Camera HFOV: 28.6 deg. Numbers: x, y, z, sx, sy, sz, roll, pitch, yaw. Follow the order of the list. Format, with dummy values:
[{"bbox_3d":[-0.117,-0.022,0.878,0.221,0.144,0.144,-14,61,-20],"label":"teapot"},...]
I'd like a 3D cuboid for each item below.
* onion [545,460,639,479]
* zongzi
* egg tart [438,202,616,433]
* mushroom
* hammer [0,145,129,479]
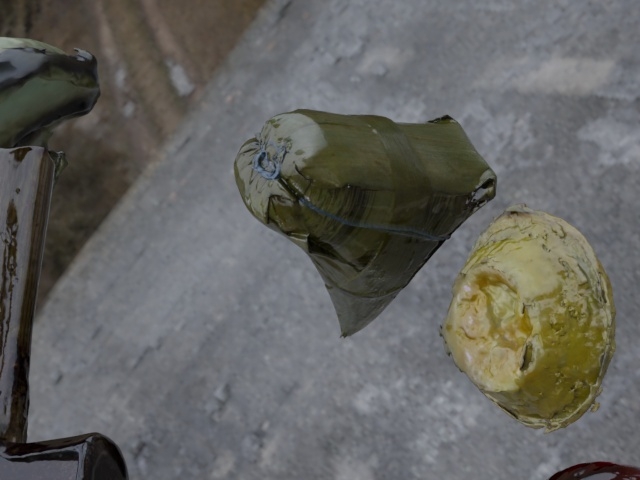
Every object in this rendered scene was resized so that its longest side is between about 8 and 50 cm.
[{"bbox_3d":[0.245,0.343,1.223,0.273,0.285,0.273,-39,44,52],"label":"onion"},{"bbox_3d":[0.000,0.000,1.193,0.274,0.250,0.125,-55,47,34],"label":"zongzi"},{"bbox_3d":[0.263,0.108,1.705,0.315,0.120,0.315,9,101,54],"label":"egg tart"},{"bbox_3d":[-0.391,-0.084,1.398,0.130,0.247,0.344,38,104,22],"label":"mushroom"},{"bbox_3d":[-0.276,0.088,1.104,0.242,0.095,0.409,-10,56,16],"label":"hammer"}]
